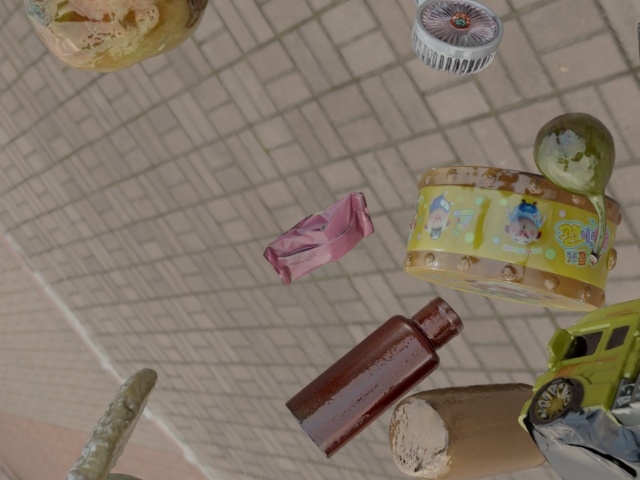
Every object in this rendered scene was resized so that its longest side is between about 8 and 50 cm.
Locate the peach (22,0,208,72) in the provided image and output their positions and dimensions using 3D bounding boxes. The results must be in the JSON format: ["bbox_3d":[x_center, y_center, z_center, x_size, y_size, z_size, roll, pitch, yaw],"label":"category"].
[{"bbox_3d":[-0.250,-0.307,1.107,0.214,0.235,0.214,27,140,25],"label":"peach"}]

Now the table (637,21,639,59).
[{"bbox_3d":[0.599,-0.231,1.164,0.222,0.272,0.335,12,155,-15],"label":"table"}]

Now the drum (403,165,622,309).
[{"bbox_3d":[0.385,0.002,1.874,0.431,0.214,0.431,11,174,1],"label":"drum"}]

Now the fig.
[{"bbox_3d":[0.410,-0.082,1.412,0.124,0.124,0.236,-13,98,57],"label":"fig"}]

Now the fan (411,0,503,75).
[{"bbox_3d":[0.182,-0.344,1.373,0.074,0.130,0.244,99,156,-49],"label":"fan"}]

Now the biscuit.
[{"bbox_3d":[-0.201,0.217,0.720,0.032,0.250,0.133,30,178,-4],"label":"biscuit"}]

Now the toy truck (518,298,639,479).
[{"bbox_3d":[0.413,0.144,0.937,0.180,0.254,0.405,44,146,-16],"label":"toy truck"}]

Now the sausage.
[{"bbox_3d":[0.195,0.248,1.193,0.123,0.253,0.123,-8,79,44],"label":"sausage"}]

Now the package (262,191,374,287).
[{"bbox_3d":[0.000,0.000,0.666,0.029,0.083,0.059,54,175,32],"label":"package"}]

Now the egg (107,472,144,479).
[{"bbox_3d":[-0.220,0.345,1.035,0.182,0.141,0.141,35,147,19],"label":"egg"}]

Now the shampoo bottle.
[{"bbox_3d":[0.081,0.180,1.258,0.102,0.260,0.064,48,172,35],"label":"shampoo bottle"}]
